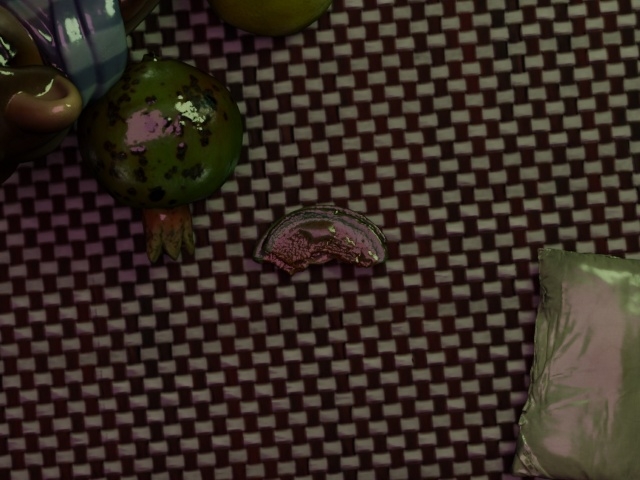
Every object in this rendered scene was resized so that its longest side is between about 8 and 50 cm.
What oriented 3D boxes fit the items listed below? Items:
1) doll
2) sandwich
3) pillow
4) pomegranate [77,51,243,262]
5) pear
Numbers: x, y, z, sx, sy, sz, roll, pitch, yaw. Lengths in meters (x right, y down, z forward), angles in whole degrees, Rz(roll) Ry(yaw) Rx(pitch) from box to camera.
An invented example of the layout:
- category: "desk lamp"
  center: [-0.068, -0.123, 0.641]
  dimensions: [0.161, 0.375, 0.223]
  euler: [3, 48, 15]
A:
- category: "doll"
  center: [-0.263, -0.223, 1.829]
  dimensions: [0.209, 0.318, 0.340]
  euler: [43, 65, -21]
- category: "sandwich"
  center: [-0.002, -0.001, 1.954]
  dimensions: [0.135, 0.029, 0.067]
  euler: [-6, 86, 4]
- category: "pillow"
  center: [0.268, 0.124, 1.923]
  dimensions: [0.148, 0.050, 0.230]
  euler: [9, 88, -3]
- category: "pomegranate"
  center: [-0.154, -0.080, 1.915]
  dimensions: [0.159, 0.159, 0.205]
  euler: [-2, 112, 3]
- category: "pear"
  center: [-0.050, -0.269, 1.937]
  dimensions: [0.141, 0.104, 0.141]
  euler: [0, 86, 0]
